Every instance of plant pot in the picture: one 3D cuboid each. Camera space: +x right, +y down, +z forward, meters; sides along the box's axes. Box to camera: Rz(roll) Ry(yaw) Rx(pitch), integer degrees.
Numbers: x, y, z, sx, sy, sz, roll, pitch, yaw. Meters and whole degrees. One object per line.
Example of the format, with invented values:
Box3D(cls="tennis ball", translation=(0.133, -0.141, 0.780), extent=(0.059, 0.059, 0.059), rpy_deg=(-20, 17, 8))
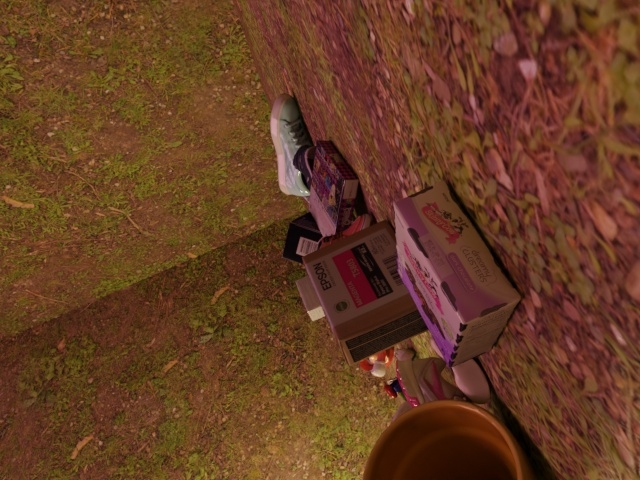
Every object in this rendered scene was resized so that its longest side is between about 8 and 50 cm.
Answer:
Box3D(cls="plant pot", translation=(0.226, 0.417, 0.782), extent=(0.239, 0.254, 0.254), rpy_deg=(51, -174, -33))

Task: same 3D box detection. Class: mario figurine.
Box3D(cls="mario figurine", translation=(0.170, 0.371, 1.855), extent=(0.198, 0.169, 0.321), rpy_deg=(-61, -33, -48))

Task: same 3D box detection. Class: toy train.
Box3D(cls="toy train", translation=(0.289, 0.507, 1.660), extent=(0.143, 0.105, 0.248), rpy_deg=(53, 174, 12))

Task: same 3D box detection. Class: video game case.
Box3D(cls="video game case", translation=(0.027, -0.113, 1.291), extent=(0.232, 0.041, 0.211), rpy_deg=(-117, 29, -53))

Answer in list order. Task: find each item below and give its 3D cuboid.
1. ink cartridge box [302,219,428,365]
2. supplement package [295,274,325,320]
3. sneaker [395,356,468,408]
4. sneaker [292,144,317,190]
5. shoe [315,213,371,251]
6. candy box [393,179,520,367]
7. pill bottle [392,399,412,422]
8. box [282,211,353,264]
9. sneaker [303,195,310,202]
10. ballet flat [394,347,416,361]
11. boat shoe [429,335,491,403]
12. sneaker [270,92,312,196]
Box3D(cls="ink cartridge box", translation=(0.091, 0.090, 0.964), extent=(0.235, 0.193, 0.088), rpy_deg=(-117, 5, -47))
Box3D(cls="supplement package", translation=(0.050, 0.180, 1.891), extent=(0.139, 0.243, 0.134), rpy_deg=(71, 176, -66))
Box3D(cls="sneaker", translation=(0.236, 0.333, 0.969), extent=(0.103, 0.111, 0.253), rpy_deg=(69, 179, -69))
Box3D(cls="sneaker", translation=(-0.018, -0.196, 1.617), extent=(0.163, 0.086, 0.227), rpy_deg=(-146, 41, -65))
Box3D(cls="shoe", translation=(0.045, 0.004, 1.191), extent=(0.081, 0.178, 0.063), rpy_deg=(24, -156, -11))
Box3D(cls="candy box", translation=(0.158, 0.050, 0.633), extent=(0.196, 0.070, 0.165), rpy_deg=(71, 175, -61))
Box3D(cls="pill bottle", translation=(0.263, 0.486, 1.143), extent=(0.169, 0.169, 0.302), rpy_deg=(-116, 5, -47))
Box3D(cls="box", translation=(0.000, 0.000, 1.453), extent=(0.207, 0.153, 0.108), rpy_deg=(-42, -32, -70))
Box3D(cls="sneaker", translation=(0.020, -0.122, 1.856), extent=(0.115, 0.105, 0.282), rpy_deg=(21, -140, -57))
Box3D(cls="ballet flat", translation=(0.237, 0.336, 1.469), extent=(0.052, 0.057, 0.168), rpy_deg=(37, 170, 11))
Box3D(cls="boat shoe", translation=(0.230, 0.199, 0.814), extent=(0.042, 0.049, 0.133), rpy_deg=(13, -144, -52))
Box3D(cls="sneaker", translation=(-0.068, -0.319, 1.740), extent=(0.150, 0.135, 0.366), rpy_deg=(15, 131, 27))
